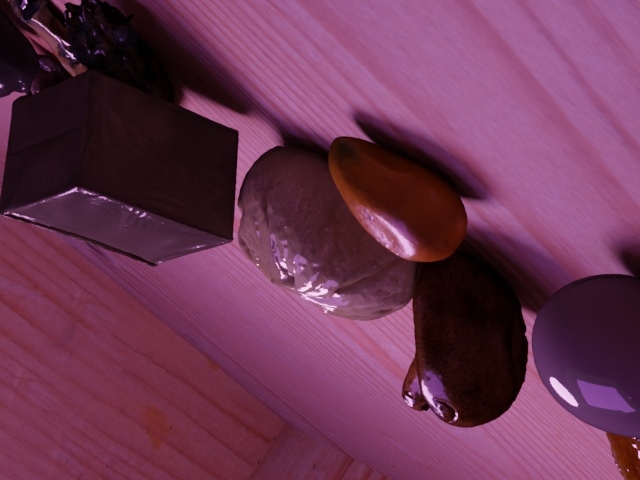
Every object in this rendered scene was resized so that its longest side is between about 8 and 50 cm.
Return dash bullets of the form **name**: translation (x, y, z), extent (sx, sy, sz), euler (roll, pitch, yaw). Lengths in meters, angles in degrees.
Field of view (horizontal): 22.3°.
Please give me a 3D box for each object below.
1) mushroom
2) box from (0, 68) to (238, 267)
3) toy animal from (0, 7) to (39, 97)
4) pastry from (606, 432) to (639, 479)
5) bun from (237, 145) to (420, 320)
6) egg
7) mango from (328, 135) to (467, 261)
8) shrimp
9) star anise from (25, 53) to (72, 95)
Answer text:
- **mushroom**: translation (0.168, 0.110, 1.821), extent (0.138, 0.194, 0.231), euler (8, -167, 5)
- **box**: translation (-0.230, -0.082, 1.888), extent (0.149, 0.155, 0.231), euler (-16, 152, 42)
- **toy animal**: translation (-0.503, -0.319, 2.158), extent (0.168, 0.106, 0.343), euler (30, 162, 40)
- **pastry**: translation (0.390, 0.235, 1.674), extent (0.257, 0.121, 0.236), euler (56, 171, 50)
- **bun**: translation (0.000, 0.000, 1.898), extent (0.244, 0.153, 0.244), euler (34, 163, 12)
- **egg**: translation (0.290, 0.109, 1.504), extent (0.198, 0.146, 0.146), euler (22, 164, 26)
- **mango**: translation (0.077, -0.040, 1.661), extent (0.165, 0.089, 0.115), euler (32, 167, 32)
- **shrimp**: translation (-0.280, -0.238, 1.949), extent (0.272, 0.085, 0.445), euler (40, 173, 3)
- **star anise**: translation (-0.348, -0.174, 2.340), extent (0.231, 0.089, 0.209), euler (43, 179, -6)
